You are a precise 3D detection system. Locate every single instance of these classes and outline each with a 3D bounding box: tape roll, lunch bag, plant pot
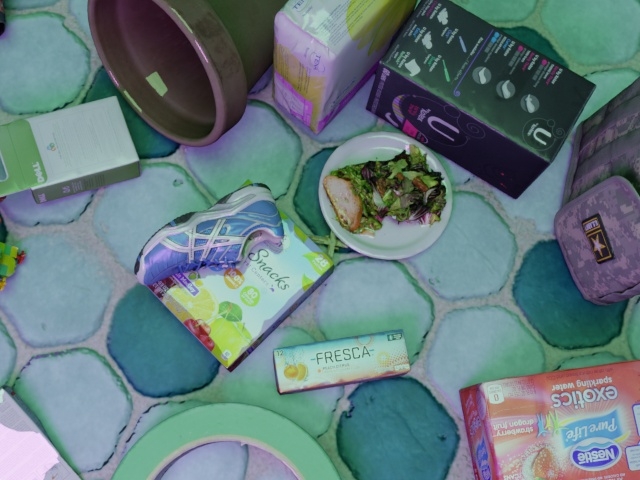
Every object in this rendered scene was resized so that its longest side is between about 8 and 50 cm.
[{"bbox_3d":[-0.121,0.373,1.063,0.321,0.077,0.321,1,75,-3],"label":"tape roll"},{"bbox_3d":[0.438,-0.059,1.120,0.169,0.235,0.287,18,75,-4],"label":"lunch bag"},{"bbox_3d":[-0.156,-0.299,1.160,0.263,0.263,0.229,43,61,8],"label":"plant pot"}]

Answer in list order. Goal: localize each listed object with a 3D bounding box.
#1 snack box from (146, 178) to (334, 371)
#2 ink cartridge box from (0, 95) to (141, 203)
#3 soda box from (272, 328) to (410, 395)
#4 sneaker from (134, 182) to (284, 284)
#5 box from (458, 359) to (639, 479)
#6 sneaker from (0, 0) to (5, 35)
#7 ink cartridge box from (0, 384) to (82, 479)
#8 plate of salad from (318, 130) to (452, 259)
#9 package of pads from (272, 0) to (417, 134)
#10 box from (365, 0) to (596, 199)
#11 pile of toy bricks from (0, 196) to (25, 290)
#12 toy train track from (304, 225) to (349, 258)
[{"bbox_3d":[-0.112,0.048,1.146,0.174,0.070,0.207,44,79,9],"label":"snack box"},{"bbox_3d":[-0.372,-0.121,1.167,0.209,0.062,0.109,-18,76,-16],"label":"ink cartridge box"},{"bbox_3d":[0.027,0.168,1.132,0.183,0.058,0.063,-8,76,-6],"label":"soda box"},{"bbox_3d":[-0.145,0.004,1.079,0.211,0.080,0.081,-30,72,-5],"label":"sneaker"},{"bbox_3d":[0.353,0.245,1.086,0.300,0.142,0.154,-8,76,-5],"label":"box"},{"bbox_3d":[-0.503,-0.395,1.220,0.148,0.131,0.350,35,82,-1],"label":"sneaker"},{"bbox_3d":[-0.420,0.305,1.093,0.145,0.045,0.179,-39,99,-12],"label":"ink cartridge box"},{"bbox_3d":[0.097,-0.071,1.197,0.200,0.048,0.200,2,73,-6],"label":"plate of salad"},{"bbox_3d":[0.034,-0.288,1.124,0.101,0.296,0.229,41,77,5],"label":"package of pads"},{"bbox_3d":[0.221,-0.204,1.181,0.270,0.165,0.143,31,76,5],"label":"box"},{"bbox_3d":[-0.462,0.020,1.133,0.105,0.118,0.212,22,59,-37],"label":"pile of toy bricks"},{"bbox_3d":[0.000,0.000,1.197,0.083,0.014,0.048,10,83,5],"label":"toy train track"}]
